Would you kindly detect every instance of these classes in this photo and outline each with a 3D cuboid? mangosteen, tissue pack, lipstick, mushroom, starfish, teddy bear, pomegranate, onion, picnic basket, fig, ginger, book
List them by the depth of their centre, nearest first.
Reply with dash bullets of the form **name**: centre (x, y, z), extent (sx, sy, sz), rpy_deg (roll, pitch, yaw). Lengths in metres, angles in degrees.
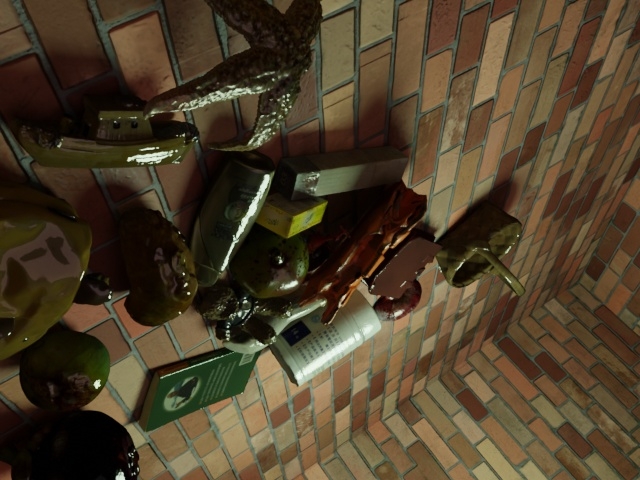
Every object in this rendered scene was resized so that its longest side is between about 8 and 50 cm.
- **starfish**: centre (-0.117, -0.330, 1.112), extent (0.384, 0.132, 0.398), rpy_deg (6, 111, -44)
- **ginger**: centre (-0.340, 0.066, 1.392), extent (0.165, 0.173, 0.321), rpy_deg (-68, 173, -47)
- **fig**: centre (-0.553, 0.279, 1.431), extent (0.181, 0.181, 0.191), rpy_deg (-54, 171, 21)
- **tissue pack**: centre (-0.068, -0.068, 1.522), extent (0.176, 0.095, 0.062), rpy_deg (-31, 145, -59)
- **pomegranate**: centre (-0.142, 0.054, 1.584), extent (0.246, 0.198, 0.198), rpy_deg (-28, 162, 38)
- **lipstick**: centre (0.060, -0.171, 1.605), extent (0.372, 0.076, 0.079), rpy_deg (-12, 131, -39)
- **mangosteen**: centre (-0.617, 0.592, 1.643), extent (0.314, 0.297, 0.297), rpy_deg (-31, 149, -22)
- **teddy bear**: centre (-0.213, 0.189, 1.734), extent (0.251, 0.129, 0.181), rpy_deg (26, 86, -32)
- **mushroom**: centre (-0.127, 0.217, 1.873), extent (0.351, 0.109, 0.097), rpy_deg (-33, 166, -27)
- **book**: centre (-0.356, 0.431, 1.976), extent (0.371, 0.043, 0.260), rpy_deg (-12, 137, -42)
- **picnic basket**: centre (0.611, 0.072, 2.320), extent (0.337, 0.337, 0.293), rpy_deg (-44, 150, 5)
- **onion**: centre (0.292, 0.225, 2.376), extent (0.206, 0.098, 0.151), rpy_deg (-39, 152, -1)

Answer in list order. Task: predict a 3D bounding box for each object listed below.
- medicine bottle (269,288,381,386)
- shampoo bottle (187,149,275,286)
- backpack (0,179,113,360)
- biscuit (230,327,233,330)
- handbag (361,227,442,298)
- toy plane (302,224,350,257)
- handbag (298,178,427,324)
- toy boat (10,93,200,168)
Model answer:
- **medicine bottle**: centre (0.013, 0.293, 2.058), extent (0.332, 0.190, 0.190), rpy_deg (-32, 149, -15)
- **shampoo bottle**: centre (-0.216, -0.043, 1.449), extent (0.126, 0.084, 0.350), rpy_deg (17, 124, -23)
- **backpack**: centre (-0.563, 0.071, 1.104), extent (0.354, 0.201, 0.378), rpy_deg (3, 126, -45)
- **biscuit**: centre (-0.206, 0.247, 1.921), extent (0.147, 0.018, 0.071), rpy_deg (-19, 144, -36)
- **handbag**: centre (0.269, 0.072, 2.173), extent (0.260, 0.084, 0.276), rpy_deg (-51, 149, 13)
- **toy plane**: centre (0.004, 0.006, 1.709), extent (0.077, 0.194, 0.126), rpy_deg (-50, 131, -27)
- **handbag**: centre (0.124, 0.021, 1.768), extent (0.410, 0.116, 0.303), rpy_deg (-50, -177, 17)
- **toy boat**: centre (-0.356, -0.187, 1.108), extent (0.321, 0.089, 0.121), rpy_deg (-8, 128, -44)
